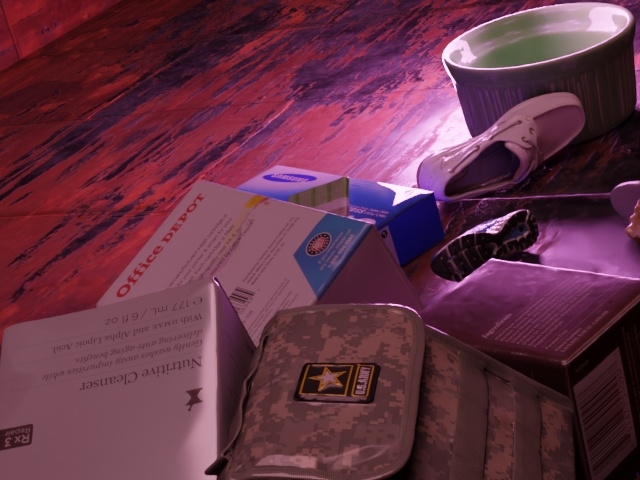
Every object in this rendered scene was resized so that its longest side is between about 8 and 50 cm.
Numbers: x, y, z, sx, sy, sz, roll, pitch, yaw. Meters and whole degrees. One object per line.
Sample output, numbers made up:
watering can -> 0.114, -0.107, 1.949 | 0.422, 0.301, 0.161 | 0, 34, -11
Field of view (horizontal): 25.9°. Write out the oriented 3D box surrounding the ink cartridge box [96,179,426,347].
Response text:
ink cartridge box -> -0.057, 0.087, 1.507 | 0.270, 0.197, 0.198 | 16, 60, 42

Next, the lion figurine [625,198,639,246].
lion figurine -> 0.566, -0.055, 1.614 | 0.392, 0.142, 0.240 | -25, 27, -23

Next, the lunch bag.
lunch bag -> 0.058, 0.184, 1.143 | 0.287, 0.169, 0.235 | 29, 32, -9

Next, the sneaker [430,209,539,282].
sneaker -> 0.207, 0.012, 1.814 | 0.162, 0.063, 0.073 | -23, 6, -28

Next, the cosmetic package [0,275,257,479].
cosmetic package -> -0.157, 0.243, 1.167 | 0.217, 0.156, 0.385 | -15, 48, 10

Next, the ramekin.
ramekin -> 0.356, -0.257, 2.205 | 0.304, 0.148, 0.303 | -13, 23, 6

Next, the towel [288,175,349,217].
towel -> 0.000, 0.000, 1.838 | 0.113, 0.152, 0.023 | -16, -25, 42

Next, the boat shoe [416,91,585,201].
boat shoe -> 0.279, -0.124, 2.025 | 0.277, 0.098, 0.096 | -29, 25, -9

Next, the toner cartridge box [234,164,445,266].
toner cartridge box -> -0.005, -0.025, 1.990 | 0.165, 0.075, 0.348 | -31, 27, -33

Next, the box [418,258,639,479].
box -> 0.215, 0.134, 1.357 | 0.203, 0.168, 0.167 | 9, 32, 44

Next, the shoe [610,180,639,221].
shoe -> 0.468, -0.054, 1.782 | 0.178, 0.063, 0.081 | 9, 31, 35
